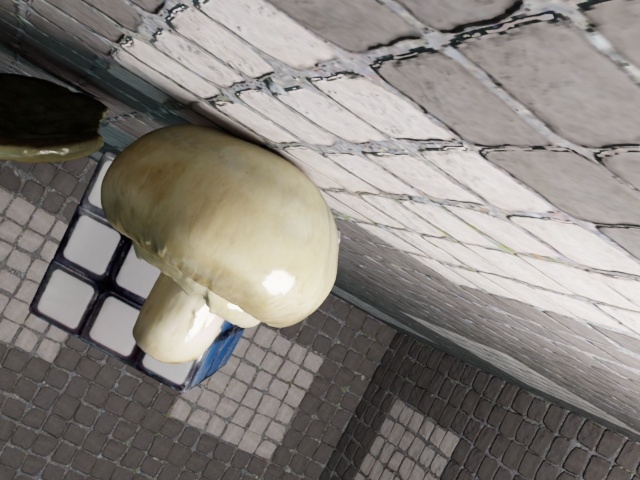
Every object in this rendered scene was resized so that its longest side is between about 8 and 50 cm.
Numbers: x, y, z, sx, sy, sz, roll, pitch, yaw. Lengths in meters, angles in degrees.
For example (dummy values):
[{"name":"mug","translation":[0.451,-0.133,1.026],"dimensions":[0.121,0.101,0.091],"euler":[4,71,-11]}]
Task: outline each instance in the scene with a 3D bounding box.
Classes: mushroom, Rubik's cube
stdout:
[{"name":"mushroom","translation":[-0.115,0.012,0.815],"dimensions":[0.254,0.234,0.260],"euler":[32,175,0]},{"name":"Rubik's cube","translation":[-0.258,0.046,1.394],"dimensions":[0.304,0.301,0.305],"euler":[27,-178,4]}]

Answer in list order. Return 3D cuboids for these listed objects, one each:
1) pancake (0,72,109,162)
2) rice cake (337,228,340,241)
[{"name":"pancake","translation":[-0.378,-0.158,1.031],"dimensions":[0.222,0.042,0.236],"euler":[-5,-144,-30]},{"name":"rice cake","translation":[0.000,0.000,1.195],"dimensions":[0.047,0.036,0.207],"euler":[24,174,-4]}]
